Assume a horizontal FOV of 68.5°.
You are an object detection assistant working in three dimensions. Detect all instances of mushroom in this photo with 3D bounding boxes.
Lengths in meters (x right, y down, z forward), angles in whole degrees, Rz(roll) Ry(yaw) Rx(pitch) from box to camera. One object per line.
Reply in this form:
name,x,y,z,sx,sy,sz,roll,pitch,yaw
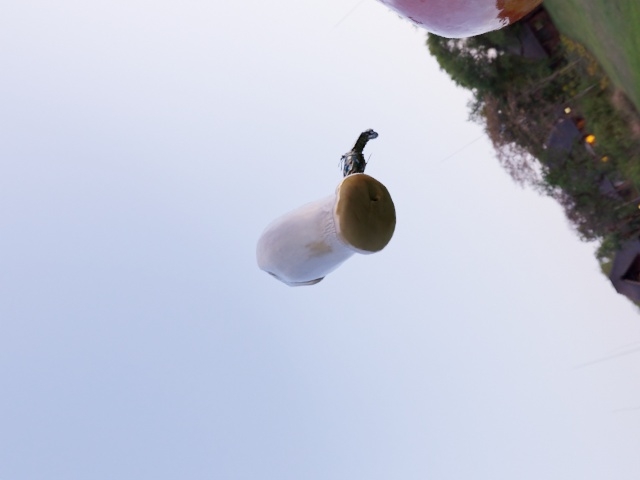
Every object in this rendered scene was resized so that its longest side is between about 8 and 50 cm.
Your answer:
mushroom,-0.011,0.001,0.555,0.108,0.247,0.096,0,-103,-25

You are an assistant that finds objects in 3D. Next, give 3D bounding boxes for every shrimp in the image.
shrimp,0.093,-0.197,1.179,0.082,0.076,0.174,33,-108,-35

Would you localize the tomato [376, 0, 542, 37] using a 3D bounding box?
tomato,0.167,-0.398,0.496,0.293,0.325,0.290,38,-143,15
